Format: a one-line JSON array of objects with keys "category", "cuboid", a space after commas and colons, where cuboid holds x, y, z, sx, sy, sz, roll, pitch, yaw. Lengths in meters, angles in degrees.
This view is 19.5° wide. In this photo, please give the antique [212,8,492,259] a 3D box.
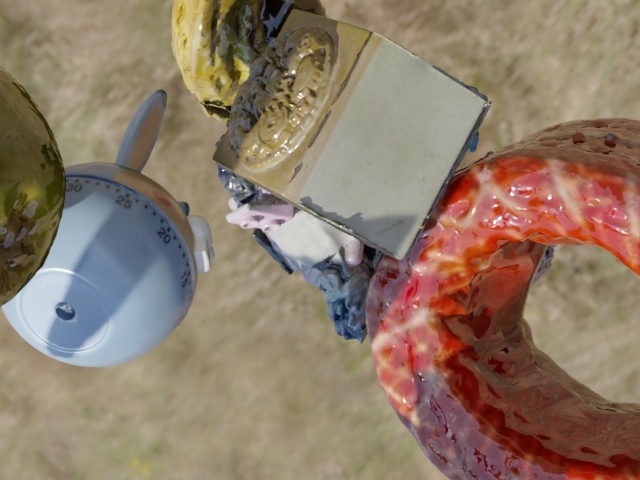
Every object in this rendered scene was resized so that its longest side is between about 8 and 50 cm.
[{"category": "antique", "cuboid": [0.016, -0.086, 1.436, 0.148, 0.147, 0.152, 29, 179, -29]}]

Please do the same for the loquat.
[{"category": "loquat", "cuboid": [-0.291, -0.049, 1.245, 0.246, 0.213, 0.213, 33, 154, 26]}]

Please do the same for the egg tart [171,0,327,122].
[{"category": "egg tart", "cuboid": [-0.048, -0.239, 1.761, 0.132, 0.297, 0.297, 6, 145, 11]}]

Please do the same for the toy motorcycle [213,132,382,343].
[{"category": "toy motorcycle", "cuboid": [0.004, -0.002, 1.753, 0.108, 0.239, 0.204, -36, 62, 49]}]

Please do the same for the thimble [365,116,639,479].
[{"category": "thimble", "cuboid": [0.234, 0.066, 1.591, 0.350, 0.230, 0.350, 6, 104, 24]}]

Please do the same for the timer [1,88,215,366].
[{"category": "timer", "cuboid": [-0.142, -0.003, 1.468, 0.175, 0.255, 0.175, 23, 130, 30]}]

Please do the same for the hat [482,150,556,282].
[{"category": "hat", "cuboid": [0.164, 0.001, 1.852, 0.129, 0.140, 0.227, 46, -174, 6]}]

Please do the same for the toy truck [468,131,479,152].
[{"category": "toy truck", "cuboid": [0.110, -0.118, 1.771, 0.090, 0.056, 0.073, 17, 107, 2]}]
